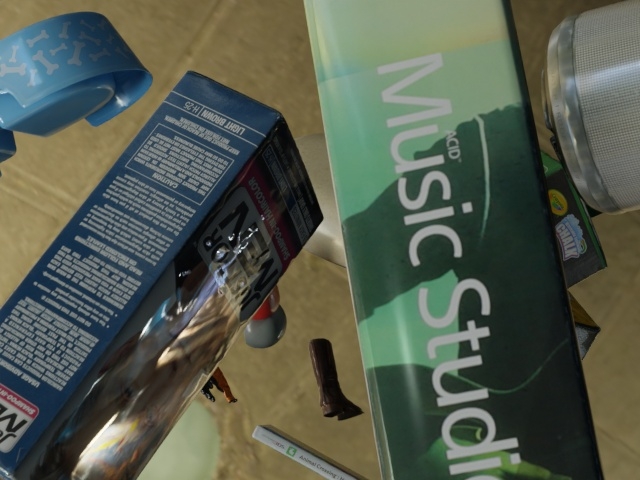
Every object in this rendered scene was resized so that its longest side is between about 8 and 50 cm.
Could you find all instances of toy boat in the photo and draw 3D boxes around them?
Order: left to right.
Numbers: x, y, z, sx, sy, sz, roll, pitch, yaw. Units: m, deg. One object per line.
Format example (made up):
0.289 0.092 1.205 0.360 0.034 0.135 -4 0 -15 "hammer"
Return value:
0.000 0.000 1.804 0.318 0.267 0.148 -44 151 -27 "toy boat"

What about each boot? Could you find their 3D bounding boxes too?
0.020 0.188 1.914 0.037 0.114 0.106 -22 159 18 "boot"

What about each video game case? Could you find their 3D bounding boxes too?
-0.004 0.326 2.054 0.193 0.212 0.023 28 85 6 "video game case"

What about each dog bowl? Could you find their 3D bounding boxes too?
-0.304 -0.121 1.305 0.297 0.166 0.074 -26 83 11 "dog bowl"

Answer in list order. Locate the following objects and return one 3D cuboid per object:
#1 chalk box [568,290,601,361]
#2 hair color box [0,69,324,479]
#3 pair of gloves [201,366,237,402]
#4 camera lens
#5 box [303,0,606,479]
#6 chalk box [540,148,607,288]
0.170 0.132 1.462 0.132 0.132 0.213 16 114 -26 "chalk box"
-0.146 0.054 1.118 0.347 0.105 0.174 -54 154 -17 "hair color box"
-0.140 0.174 1.749 0.010 0.074 0.083 -41 159 15 "pair of gloves"
0.382 -0.154 1.443 0.274 0.219 0.219 -12 129 25 "camera lens"
0.060 0.067 0.426 0.058 0.232 0.322 -13 78 9 "box"
0.276 -0.021 1.975 0.289 0.179 0.180 -29 114 -8 "chalk box"
